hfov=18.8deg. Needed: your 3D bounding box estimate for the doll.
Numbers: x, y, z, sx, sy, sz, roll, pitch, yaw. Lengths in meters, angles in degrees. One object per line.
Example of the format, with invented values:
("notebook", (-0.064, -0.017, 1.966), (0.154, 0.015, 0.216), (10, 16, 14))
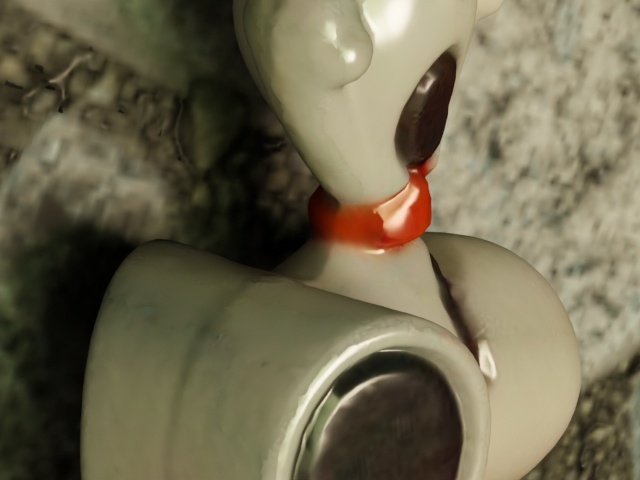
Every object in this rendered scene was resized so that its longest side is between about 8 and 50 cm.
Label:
("doll", (-0.012, 0.000, 0.547), (0.208, 0.144, 0.271), (-46, 134, -39))
